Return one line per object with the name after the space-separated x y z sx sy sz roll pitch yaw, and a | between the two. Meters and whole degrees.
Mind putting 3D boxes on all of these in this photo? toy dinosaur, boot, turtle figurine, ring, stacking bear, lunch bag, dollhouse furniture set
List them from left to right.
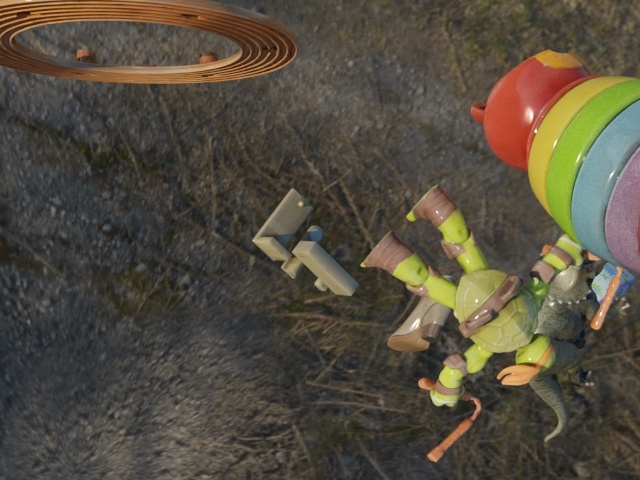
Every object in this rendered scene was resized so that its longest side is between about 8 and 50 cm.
-0.188 -0.202 0.800 0.337 0.336 0.032 0 89 -17 | ring
0.000 0.000 1.388 0.144 0.151 0.123 45 69 -24 | dollhouse furniture set
0.132 0.092 1.024 0.042 0.118 0.087 29 64 -21 | boot
0.146 0.067 0.779 0.217 0.087 0.269 44 92 5 | turtle figurine
0.340 0.130 1.160 0.160 0.121 0.313 13 105 -28 | toy dinosaur
0.510 0.073 1.543 0.151 0.096 0.129 -11 51 -50 | lunch bag
0.249 -0.078 0.694 0.175 0.289 0.164 -12 122 -21 | stacking bear
